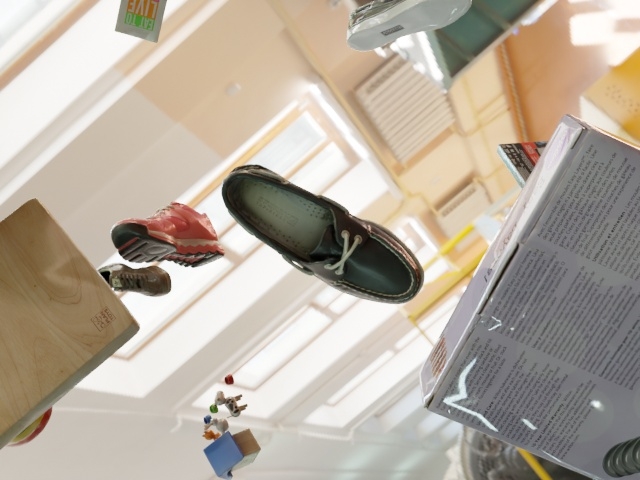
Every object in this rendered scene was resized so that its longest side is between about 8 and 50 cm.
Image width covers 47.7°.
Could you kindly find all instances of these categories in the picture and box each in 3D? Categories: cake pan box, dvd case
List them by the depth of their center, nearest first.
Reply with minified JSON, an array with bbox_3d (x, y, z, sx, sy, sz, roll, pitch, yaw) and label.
[{"bbox_3d":[0.242,0.061,0.566,0.246,0.266,0.070,21,-160,-7],"label":"cake pan box"},{"bbox_3d":[0.245,-0.073,0.712,0.087,0.120,0.013,-106,13,-51],"label":"dvd case"}]

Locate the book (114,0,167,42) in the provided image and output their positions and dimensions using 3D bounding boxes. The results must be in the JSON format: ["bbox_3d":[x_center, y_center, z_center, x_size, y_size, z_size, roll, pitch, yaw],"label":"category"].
[{"bbox_3d":[-0.386,-0.515,1.579,0.096,0.144,0.035,11,-164,-19],"label":"book"}]

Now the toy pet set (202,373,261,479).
[{"bbox_3d":[-0.140,0.263,0.977,0.065,0.122,0.114,-13,-127,-38],"label":"toy pet set"}]

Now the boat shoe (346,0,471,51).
[{"bbox_3d":[0.189,-0.514,1.601,0.108,0.301,0.102,21,-115,-47],"label":"boat shoe"}]

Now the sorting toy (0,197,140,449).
[{"bbox_3d":[-0.382,0.119,0.911,0.257,0.255,0.089,43,168,28],"label":"sorting toy"}]

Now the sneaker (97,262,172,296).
[{"bbox_3d":[-0.379,0.086,1.444,0.071,0.188,0.066,-22,-69,-51],"label":"sneaker"}]

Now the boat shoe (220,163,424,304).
[{"bbox_3d":[0.000,0.000,0.962,0.303,0.114,0.091,26,-172,2],"label":"boat shoe"}]

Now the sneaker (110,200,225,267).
[{"bbox_3d":[-0.341,-0.024,1.583,0.314,0.116,0.136,15,-124,-58],"label":"sneaker"}]
